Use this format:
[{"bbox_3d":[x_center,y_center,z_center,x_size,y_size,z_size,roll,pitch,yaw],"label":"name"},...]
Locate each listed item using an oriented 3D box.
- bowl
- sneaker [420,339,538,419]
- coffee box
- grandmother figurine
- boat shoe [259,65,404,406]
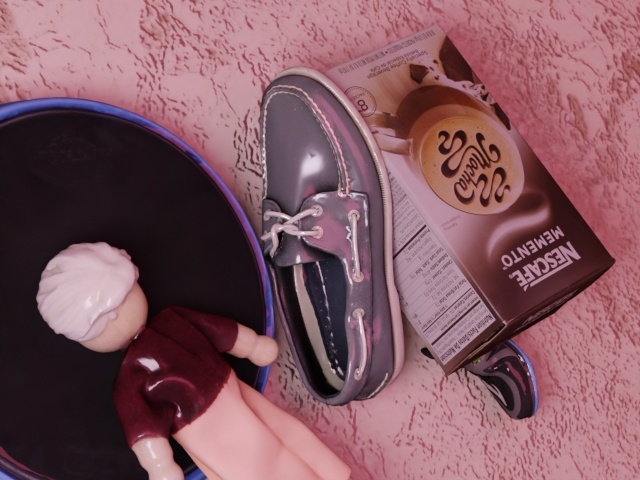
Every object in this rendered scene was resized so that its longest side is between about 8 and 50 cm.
[{"bbox_3d":[-0.211,0.058,1.664,0.391,0.077,0.391,10,70,-31],"label":"bowl"},{"bbox_3d":[0.142,0.108,1.893,0.188,0.067,0.078,50,56,-3],"label":"sneaker"},{"bbox_3d":[0.120,-0.042,1.843,0.168,0.119,0.297,-27,77,-38],"label":"coffee box"},{"bbox_3d":[-0.105,0.137,1.609,0.342,0.104,0.208,46,29,-10],"label":"grandmother figurine"},{"bbox_3d":[0.000,0.000,1.761,0.099,0.116,0.319,-28,108,-56],"label":"boat shoe"}]
